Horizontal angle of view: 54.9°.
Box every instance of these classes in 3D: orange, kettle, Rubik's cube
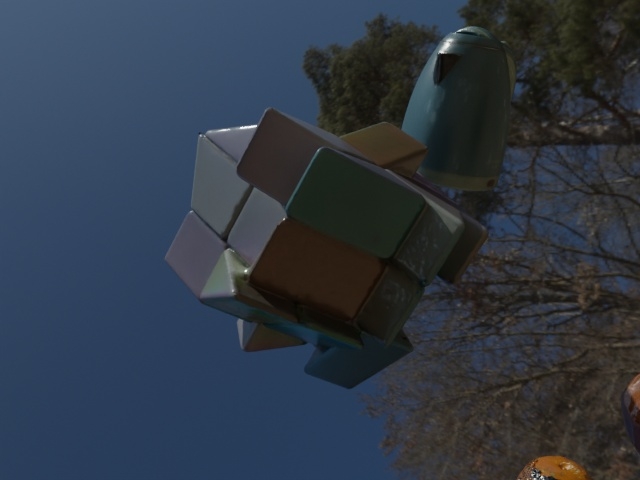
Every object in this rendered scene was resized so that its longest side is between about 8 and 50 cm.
[{"bbox_3d":[0.640,0.685,1.648,0.234,0.234,0.182,10,-86,-24],"label":"orange"},{"bbox_3d":[0.346,-0.316,1.439,0.319,0.247,0.342,-11,-62,-45],"label":"kettle"},{"bbox_3d":[0.000,0.000,0.842,0.387,0.368,0.358,8,-65,-52],"label":"Rubik's cube"}]

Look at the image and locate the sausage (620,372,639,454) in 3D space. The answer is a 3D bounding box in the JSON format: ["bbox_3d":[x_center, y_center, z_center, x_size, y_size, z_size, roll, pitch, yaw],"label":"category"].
[{"bbox_3d":[0.474,0.235,0.710,0.141,0.268,0.153,44,-100,-18],"label":"sausage"}]
